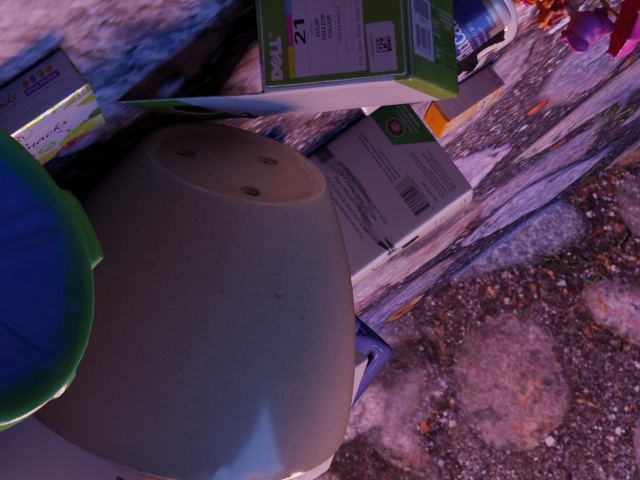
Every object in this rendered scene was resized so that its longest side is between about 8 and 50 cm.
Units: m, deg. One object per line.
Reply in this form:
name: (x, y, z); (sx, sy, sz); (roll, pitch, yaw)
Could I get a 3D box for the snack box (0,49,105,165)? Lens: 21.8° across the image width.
snack box: (-0.233, -0.076, 1.243); (0.141, 0.037, 0.100); (-35, 168, -7)

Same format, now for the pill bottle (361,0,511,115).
pill bottle: (0.092, -0.198, 1.610); (0.169, 0.094, 0.094); (-37, 170, 3)

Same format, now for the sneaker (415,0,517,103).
sneaker: (0.130, -0.202, 1.762); (0.121, 0.079, 0.217); (-36, 171, -14)

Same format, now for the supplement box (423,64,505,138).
supplement box: (0.188, -0.180, 2.170); (0.098, 0.036, 0.062); (-34, 170, -14)

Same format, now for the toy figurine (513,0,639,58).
toy figurine: (0.273, -0.259, 1.762); (0.173, 0.159, 0.130); (-33, 169, -17)

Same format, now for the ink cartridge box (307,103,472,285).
ink cartridge box: (0.055, -0.052, 1.987); (0.208, 0.153, 0.087); (-35, 171, -2)

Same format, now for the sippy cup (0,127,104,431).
sippy cup: (-0.307, 0.051, 1.115); (0.305, 0.240, 0.224); (25, 141, -32)

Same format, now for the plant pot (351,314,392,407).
plant pot: (-0.075, 0.136, 2.072); (0.236, 0.236, 0.212); (-50, 163, -6)

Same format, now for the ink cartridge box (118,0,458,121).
ink cartridge box: (-0.025, -0.164, 1.432); (0.255, 0.097, 0.189); (-4, 179, 16)

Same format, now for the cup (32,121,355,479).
cup: (-0.105, 0.033, 1.519); (0.331, 0.331, 0.237); (-23, 135, -53)

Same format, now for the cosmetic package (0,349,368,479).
cosmetic package: (-0.147, 0.181, 1.651); (0.385, 0.217, 0.156); (-24, 137, -54)
